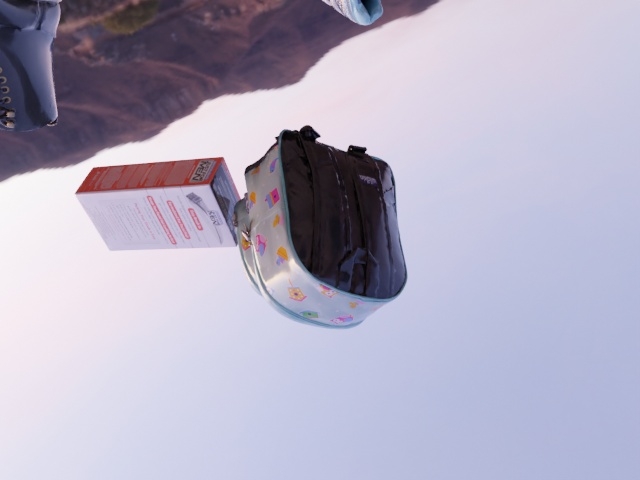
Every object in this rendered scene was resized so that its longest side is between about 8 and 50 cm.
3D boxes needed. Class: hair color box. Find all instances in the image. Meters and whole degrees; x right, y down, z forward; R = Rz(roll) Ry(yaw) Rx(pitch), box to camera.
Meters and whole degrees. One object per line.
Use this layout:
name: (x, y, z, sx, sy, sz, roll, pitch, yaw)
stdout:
hair color box: (-0.176, -0.039, 0.783, 0.167, 0.093, 0.053, -1, -136, 19)

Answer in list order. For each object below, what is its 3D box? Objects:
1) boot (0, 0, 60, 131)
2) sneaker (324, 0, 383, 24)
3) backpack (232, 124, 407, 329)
boot: (-0.261, -0.135, 0.527, 0.077, 0.137, 0.198, 15, -156, 18)
sneaker: (0.091, -0.408, 0.902, 0.110, 0.122, 0.283, -28, 160, -37)
backpack: (0.000, 0.000, 0.721, 0.144, 0.166, 0.188, -44, -135, 35)
